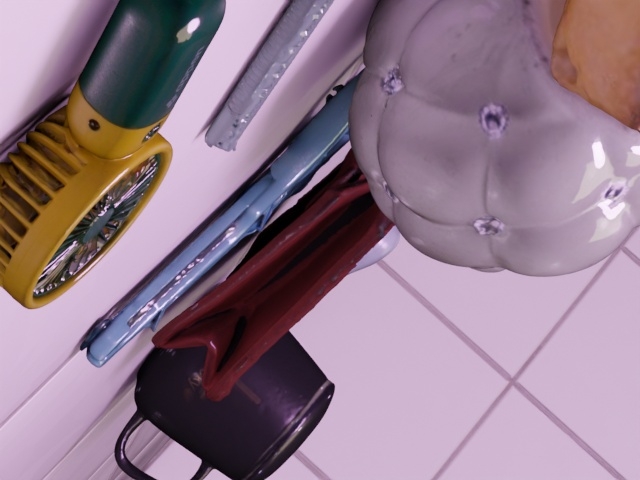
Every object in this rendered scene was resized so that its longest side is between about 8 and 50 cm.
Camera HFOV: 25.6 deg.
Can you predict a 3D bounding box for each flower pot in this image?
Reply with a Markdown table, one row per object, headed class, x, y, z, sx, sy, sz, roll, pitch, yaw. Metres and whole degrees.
| class | x | y | z | sx | sy | sz | roll | pitch | yaw |
| --- | --- | --- | --- | --- | --- | --- | --- | --- | --- |
| flower pot | 0.141 | -0.096 | 0.939 | 0.246 | 0.246 | 0.195 | -46 | -176 | -33 |

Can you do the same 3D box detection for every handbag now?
| class | x | y | z | sx | sy | sz | roll | pitch | yaw |
| --- | --- | --- | --- | --- | --- | --- | --- | --- | --- |
| handbag | -0.001 | -0.001 | 1.250 | 0.275 | 0.084 | 0.260 | -43 | -178 | 36 |

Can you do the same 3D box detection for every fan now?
| class | x | y | z | sx | sy | sz | roll | pitch | yaw |
| --- | --- | --- | --- | --- | --- | --- | --- | --- | --- |
| fan | -0.078 | -0.040 | 0.502 | 0.155 | 0.039 | 0.082 | -53 | 174 | 39 |

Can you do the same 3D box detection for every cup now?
| class | x | y | z | sx | sy | sz | roll | pitch | yaw |
| --- | --- | --- | --- | --- | --- | --- | --- | --- | --- |
| cup | -0.104 | 0.172 | 1.443 | 0.223 | 0.176 | 0.169 | -48 | 180 | -9 |

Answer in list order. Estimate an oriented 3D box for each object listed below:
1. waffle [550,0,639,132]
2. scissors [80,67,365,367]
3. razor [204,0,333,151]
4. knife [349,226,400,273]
| class | x | y | z | sx | sy | sz | roll | pitch | yaw |
| --- | --- | --- | --- | --- | --- | --- | --- | --- | --- |
| waffle | 0.224 | -0.241 | 0.737 | 0.348 | 0.077 | 0.304 | -42 | 149 | -54 |
| scissors | -0.042 | -0.034 | 1.073 | 0.393 | 0.032 | 0.180 | -45 | 176 | -35 |
| razor | -0.005 | -0.113 | 0.704 | 0.084 | 0.036 | 0.211 | -12 | 158 | -41 |
| knife | -0.034 | 0.056 | 1.824 | 0.331 | 0.044 | 0.080 | -31 | -154 | 28 |
